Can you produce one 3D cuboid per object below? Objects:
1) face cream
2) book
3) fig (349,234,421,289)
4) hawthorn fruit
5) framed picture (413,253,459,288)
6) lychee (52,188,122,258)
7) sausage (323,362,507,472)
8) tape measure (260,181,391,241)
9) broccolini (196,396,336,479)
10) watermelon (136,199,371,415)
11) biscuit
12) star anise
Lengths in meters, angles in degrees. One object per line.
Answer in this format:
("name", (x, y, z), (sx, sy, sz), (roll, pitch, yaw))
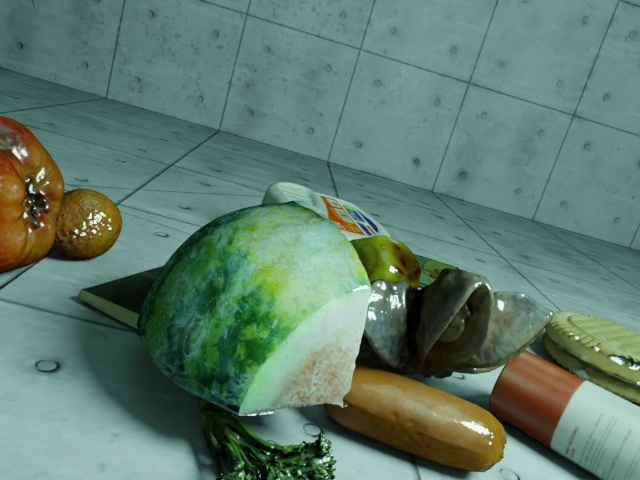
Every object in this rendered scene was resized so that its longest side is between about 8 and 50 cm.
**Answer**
("face cream", (0.319, 0.220, 0.706), (0.214, 0.096, 0.095), (27, 18, 35))
("book", (-0.188, 0.077, 0.812), (0.160, 0.024, 0.228), (21, 15, 17))
("fig", (0.072, 0.061, 0.931), (0.165, 0.144, 0.154), (8, -7, 9))
("hawthorn fruit", (-0.452, -0.059, 0.716), (0.243, 0.208, 0.207), (5, 14, 7))
("framed picture", (0.170, 0.049, 1.330), (0.323, 0.013, 0.244), (18, 14, 2))
("lychee", (-0.346, -0.027, 0.867), (0.101, 0.114, 0.140), (36, 25, -26))
("sausage", (0.100, 0.188, 0.629), (0.197, 0.076, 0.076), (20, 15, 7))
("tape measure", (0.000, 0.000, 1.105), (0.265, 0.130, 0.258), (15, 18, -25))
("broccolini", (-0.061, 0.166, 0.589), (0.123, 0.062, 0.271), (21, 10, -21))
("watermelon", (-0.084, 0.062, 0.646), (0.224, 0.180, 0.305), (-35, 28, -16))
("biscuit", (0.507, 0.198, 1.023), (0.259, 0.079, 0.259), (16, 15, -4))
("star anise", (0.110, 0.106, 0.709), (0.315, 0.108, 0.315), (6, -17, 2))
